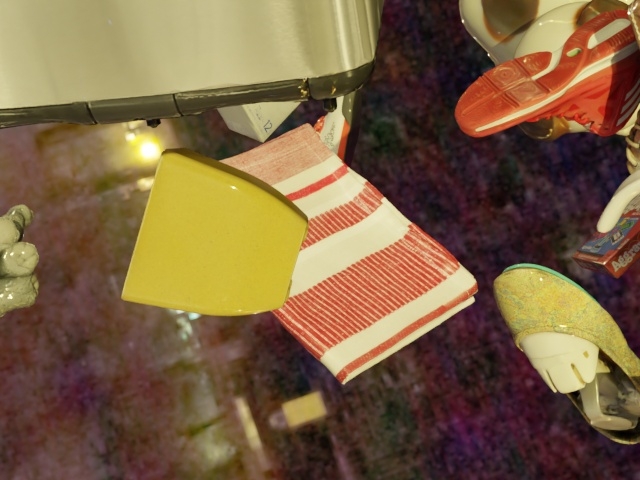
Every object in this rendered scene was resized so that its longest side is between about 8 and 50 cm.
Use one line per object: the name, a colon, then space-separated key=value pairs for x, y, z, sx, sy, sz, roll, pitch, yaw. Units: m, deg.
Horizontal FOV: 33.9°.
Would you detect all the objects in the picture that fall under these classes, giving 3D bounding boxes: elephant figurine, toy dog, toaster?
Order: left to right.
elephant figurine: x=-0.492 y=0.041 z=1.527 sx=0.239 sy=0.186 sz=0.169 roll=-173 pitch=76 yaw=-68
toaster: x=-0.064 y=-0.112 z=0.403 sx=0.185 sy=0.168 sz=0.110 roll=-77 pitch=-19 yaw=-64
toy dog: x=0.377 y=-0.319 z=1.594 sx=0.395 sy=0.284 sz=0.408 roll=31 pitch=-152 yaw=-26

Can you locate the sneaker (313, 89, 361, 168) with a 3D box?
sneaker: x=-0.021 y=-0.141 z=1.736 sx=0.090 sy=0.145 sz=0.270 roll=-58 pitch=-19 yaw=-56

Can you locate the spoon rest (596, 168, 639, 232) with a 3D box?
spoon rest: x=0.385 y=0.001 z=0.904 sx=0.276 sy=0.137 sz=0.084 roll=22 pitch=126 yaw=18

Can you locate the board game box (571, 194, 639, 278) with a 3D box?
board game box: x=0.400 y=-0.016 z=1.345 sx=0.027 sy=0.145 sz=0.281 roll=47 pitch=-175 yaw=3

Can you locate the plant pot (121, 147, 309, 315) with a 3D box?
plant pot: x=-0.051 y=0.000 z=0.572 sx=0.081 sy=0.083 sz=0.081 roll=-78 pitch=4 yaw=-84

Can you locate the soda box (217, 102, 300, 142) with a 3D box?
soda box: x=-0.140 y=-0.286 z=1.571 sx=0.091 sy=0.098 sz=0.286 roll=24 pitch=156 yaw=41

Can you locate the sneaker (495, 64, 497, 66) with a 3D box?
sneaker: x=0.393 y=-0.402 z=1.895 sx=0.095 sy=0.105 sz=0.236 roll=25 pitch=99 yaw=52

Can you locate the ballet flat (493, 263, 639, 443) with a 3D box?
ballet flat: x=0.327 y=0.155 z=1.309 sx=0.348 sy=0.123 sz=0.123 roll=41 pitch=-167 yaw=-38

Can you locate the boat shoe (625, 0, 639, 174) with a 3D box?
boat shoe: x=0.365 y=-0.094 z=1.066 sx=0.123 sy=0.116 sz=0.324 roll=-44 pitch=-66 yaw=-52

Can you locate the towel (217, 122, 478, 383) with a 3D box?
towel: x=0.000 y=0.000 z=1.240 sx=0.329 sy=0.237 sz=0.037 roll=44 pitch=141 yaw=24

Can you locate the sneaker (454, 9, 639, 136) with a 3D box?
sneaker: x=0.256 y=-0.138 z=1.107 sx=0.128 sy=0.221 sz=0.087 roll=64 pitch=180 yaw=-40
